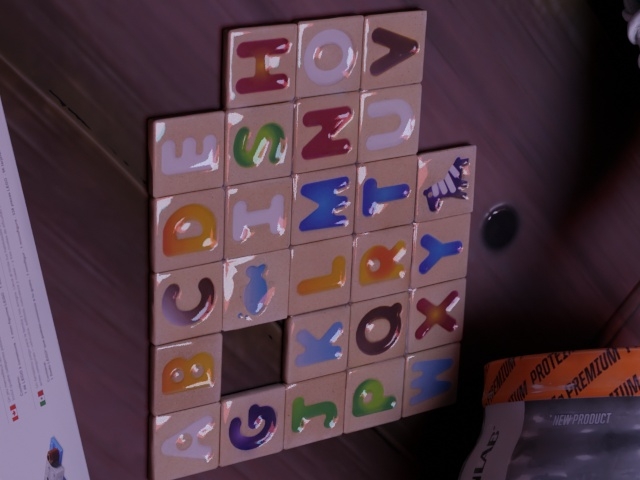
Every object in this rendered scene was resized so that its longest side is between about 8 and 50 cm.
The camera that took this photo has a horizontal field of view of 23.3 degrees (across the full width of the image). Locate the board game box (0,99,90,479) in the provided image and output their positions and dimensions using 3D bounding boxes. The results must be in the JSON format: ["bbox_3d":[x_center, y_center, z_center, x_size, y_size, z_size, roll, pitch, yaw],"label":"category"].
[{"bbox_3d":[-0.174,0.053,0.575,0.193,0.053,0.305,-26,107,-60],"label":"board game box"}]

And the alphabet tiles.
[{"bbox_3d":[0.000,0.000,0.811,0.198,0.009,0.237,-11,115,-31],"label":"alphabet tiles"}]

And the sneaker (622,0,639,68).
[{"bbox_3d":[0.208,-0.091,0.833,0.118,0.110,0.292,21,72,-29],"label":"sneaker"}]

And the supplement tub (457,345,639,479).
[{"bbox_3d":[0.174,0.220,0.849,0.194,0.193,0.316,3,79,-35],"label":"supplement tub"}]
